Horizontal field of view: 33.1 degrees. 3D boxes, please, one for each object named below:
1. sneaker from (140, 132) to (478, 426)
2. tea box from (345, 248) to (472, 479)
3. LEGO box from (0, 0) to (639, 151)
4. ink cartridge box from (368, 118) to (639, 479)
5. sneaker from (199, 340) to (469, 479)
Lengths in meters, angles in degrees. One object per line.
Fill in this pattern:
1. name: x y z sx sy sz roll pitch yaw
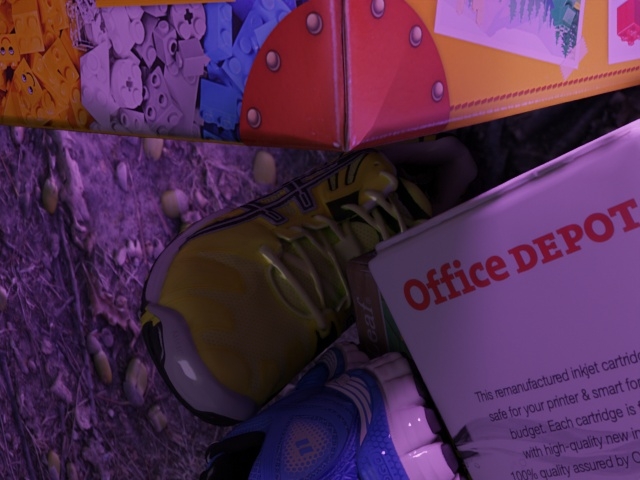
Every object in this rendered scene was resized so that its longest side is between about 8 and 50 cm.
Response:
1. sneaker: 0.000 0.000 0.849 0.147 0.384 0.145 -32 99 37
2. tea box: 0.223 0.148 0.755 0.324 0.220 0.328 9 116 50
3. LEGO box: 0.040 -0.194 0.661 0.373 0.500 0.193 9 109 42
4. ink cartridge box: 0.168 0.083 0.509 0.197 0.114 0.272 -28 88 53
5. sneaker: -0.013 0.144 0.699 0.330 0.147 0.129 114 134 -78
